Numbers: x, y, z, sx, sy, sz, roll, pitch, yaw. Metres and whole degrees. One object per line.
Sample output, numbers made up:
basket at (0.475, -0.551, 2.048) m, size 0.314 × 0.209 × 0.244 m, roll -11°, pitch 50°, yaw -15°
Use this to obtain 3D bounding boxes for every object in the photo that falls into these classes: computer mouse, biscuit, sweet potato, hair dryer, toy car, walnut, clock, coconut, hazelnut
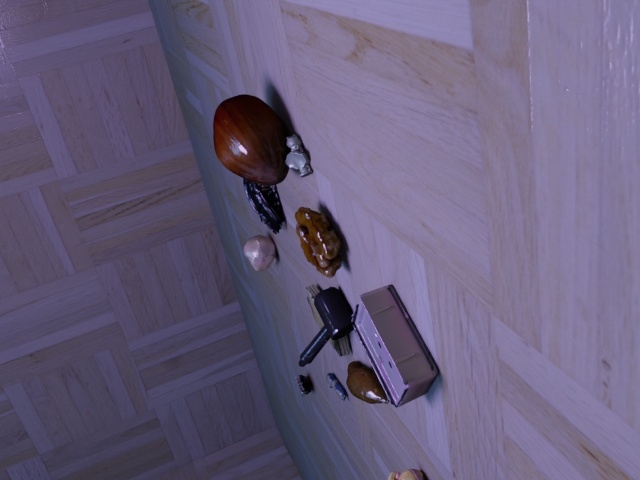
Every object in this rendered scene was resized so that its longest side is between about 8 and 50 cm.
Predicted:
computer mouse at (-0.172, -0.130, 1.920) m, size 0.146 × 0.078 × 0.241 m, roll 153°, pitch 96°, yaw -78°
biscuit at (0.019, 0.206, 1.743) m, size 0.199 × 0.041 × 0.121 m, roll 48°, pitch 158°, yaw 57°
sweet potato at (0.094, 0.330, 1.569) m, size 0.269 × 0.075 × 0.074 m, roll -153°, pitch 45°, yaw -75°
hair dryer at (-0.001, 0.227, 1.631) m, size 0.114 × 0.071 × 0.248 m, roll 62°, pitch 139°, yaw 29°
toy car at (-0.059, 0.529, 2.444) m, size 0.142 × 0.055 × 0.069 m, roll 69°, pitch 178°, yaw -74°
walnut at (0.000, 0.000, 1.473) m, size 0.142 × 0.069 × 0.170 m, roll 87°, pitch 156°, yaw -46°
clock at (0.133, 0.197, 1.237) m, size 0.147 × 0.071 × 0.192 m, roll 95°, pitch 152°, yaw -60°
coconut at (-0.198, 0.037, 2.188) m, size 0.124 × 0.110 × 0.110 m, roll 78°, pitch 165°, yaw -54°
hazelnut at (-0.150, -0.225, 1.536) m, size 0.212 × 0.181 × 0.181 m, roll 47°, pitch -121°, yaw -65°

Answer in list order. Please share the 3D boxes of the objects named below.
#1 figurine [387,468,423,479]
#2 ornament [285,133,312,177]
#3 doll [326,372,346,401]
figurine at (0.222, 0.566, 1.426) m, size 0.187 × 0.083 × 0.083 m, roll 49°, pitch 157°, yaw 31°
ornament at (-0.051, -0.184, 1.466) m, size 0.068 × 0.041 × 0.092 m, roll 15°, pitch 117°, yaw 49°
doll at (0.048, 0.434, 1.968) m, size 0.125 × 0.027 × 0.037 m, roll -135°, pitch 36°, yaw -59°
